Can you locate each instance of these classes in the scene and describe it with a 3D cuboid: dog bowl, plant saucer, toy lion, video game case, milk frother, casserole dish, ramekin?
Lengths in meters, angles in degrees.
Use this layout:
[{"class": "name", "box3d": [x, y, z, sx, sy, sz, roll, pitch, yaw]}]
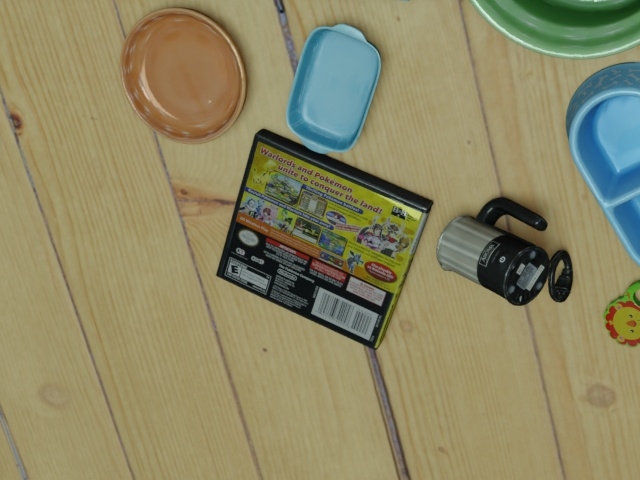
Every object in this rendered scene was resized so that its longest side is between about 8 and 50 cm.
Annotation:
[{"class": "dog bowl", "box3d": [0.423, -0.080, 1.497, 0.166, 0.074, 0.297, -28, 100, 29]}, {"class": "plant saucer", "box3d": [-0.193, -0.239, 1.700, 0.200, 0.037, 0.200, 8, 115, 18]}, {"class": "toy lion", "box3d": [0.432, 0.099, 1.596, 0.096, 0.034, 0.100, 9, 115, 27]}, {"class": "video game case", "box3d": [0.000, 0.000, 1.724, 0.274, 0.035, 0.248, 24, 119, 12]}, {"class": "milk frother", "box3d": [0.258, 0.030, 1.603, 0.134, 0.129, 0.143, 30, 160, 47]}, {"class": "casserole dish", "box3d": [0.021, -0.211, 1.625, 0.114, 0.037, 0.188, 24, 119, 11]}, {"class": "ramekin", "box3d": [0.311, -0.376, 1.373, 0.303, 0.148, 0.303, 8, 114, 18]}]
